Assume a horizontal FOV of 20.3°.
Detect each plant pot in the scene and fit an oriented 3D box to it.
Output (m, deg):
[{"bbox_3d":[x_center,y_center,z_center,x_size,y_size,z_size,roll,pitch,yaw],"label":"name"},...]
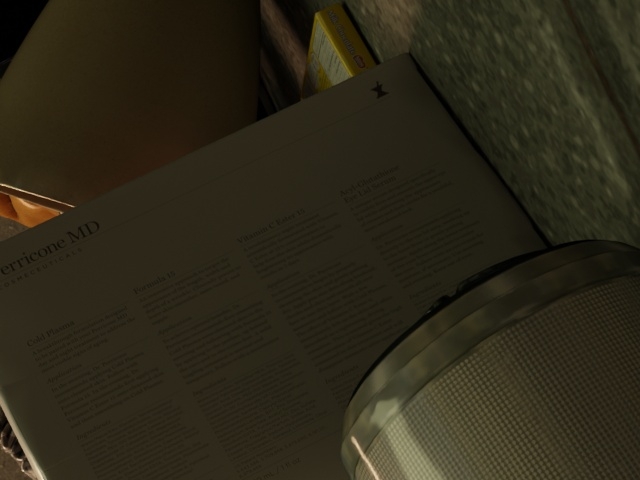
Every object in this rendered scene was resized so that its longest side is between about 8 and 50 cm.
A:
[{"bbox_3d":[-0.155,-0.147,1.565,0.256,0.274,0.256,18,177,1],"label":"plant pot"}]

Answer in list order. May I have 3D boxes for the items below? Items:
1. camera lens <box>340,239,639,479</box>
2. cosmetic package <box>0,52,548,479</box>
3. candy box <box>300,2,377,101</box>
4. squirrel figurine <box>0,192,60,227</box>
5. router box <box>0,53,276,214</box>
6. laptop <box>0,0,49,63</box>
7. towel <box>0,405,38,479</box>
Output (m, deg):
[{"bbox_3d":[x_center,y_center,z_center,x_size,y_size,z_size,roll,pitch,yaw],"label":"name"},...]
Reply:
[{"bbox_3d":[0.156,0.154,0.994,0.274,0.219,0.219,58,168,25],"label":"camera lens"},{"bbox_3d":[-0.031,0.065,1.237,0.284,0.377,0.097,58,166,27],"label":"cosmetic package"},{"bbox_3d":[0.023,-0.113,1.490,0.105,0.027,0.206,58,169,10],"label":"candy box"},{"bbox_3d":[-0.179,-0.053,2.104,0.370,0.281,0.397,27,169,47],"label":"squirrel figurine"},{"bbox_3d":[-0.164,-0.091,1.841,0.309,0.243,0.081,66,169,-10],"label":"router box"},{"bbox_3d":[-0.402,-0.277,2.456,0.382,0.236,0.408,55,167,21],"label":"laptop"},{"bbox_3d":[-0.266,0.181,2.081,0.121,0.235,0.284,39,167,17],"label":"towel"}]
